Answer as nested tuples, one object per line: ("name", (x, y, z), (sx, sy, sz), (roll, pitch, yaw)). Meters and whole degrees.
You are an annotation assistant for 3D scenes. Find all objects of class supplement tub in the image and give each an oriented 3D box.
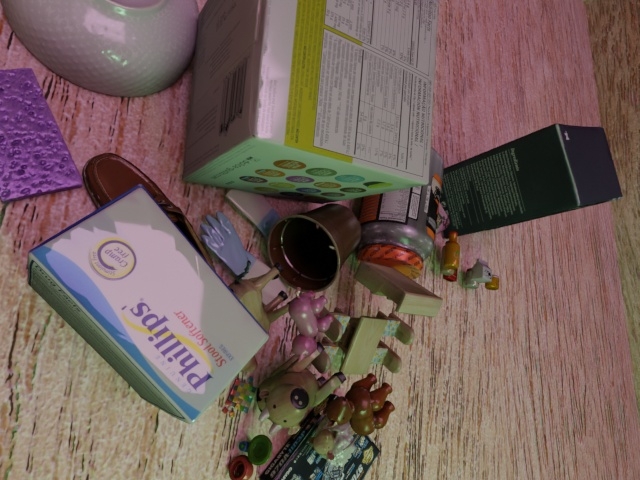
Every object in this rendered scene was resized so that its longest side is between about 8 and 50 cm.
("supplement tub", (0.193, -0.072, 1.028), (0.194, 0.194, 0.315), (26, 65, -28))

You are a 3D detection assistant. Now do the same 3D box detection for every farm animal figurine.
("farm animal figurine", (-0.057, 0.238, 0.716), (0.172, 0.326, 0.330), (-33, 65, -30))

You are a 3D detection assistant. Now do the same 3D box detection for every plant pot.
("plant pot", (0.000, 0.000, 0.882), (0.167, 0.167, 0.165), (62, 35, -7))

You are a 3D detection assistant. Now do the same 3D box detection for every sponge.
("sponge", (-0.488, -0.171, 0.667), (0.117, 0.031, 0.210), (-25, 94, -37))

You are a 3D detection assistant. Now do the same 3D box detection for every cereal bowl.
("cereal bowl", (-0.375, -0.449, 0.750), (0.339, 0.141, 0.338), (10, 72, -33))

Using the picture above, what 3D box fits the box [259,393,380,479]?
("box", (0.007, 0.460, 0.851), (0.220, 0.051, 0.175), (-44, 104, -35))

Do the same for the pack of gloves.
("pack of gloves", (-0.142, 0.006, 0.877), (0.232, 0.046, 0.195), (50, 44, -18))

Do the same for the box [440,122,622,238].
("box", (0.576, -0.159, 1.197), (0.294, 0.395, 0.211), (-9, 84, -36))

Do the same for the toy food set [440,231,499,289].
("toy food set", (0.427, 0.066, 1.211), (0.232, 0.111, 0.104), (22, 67, -27))

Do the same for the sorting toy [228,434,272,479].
("sorting toy", (-0.125, 0.403, 0.768), (0.102, 0.061, 0.042), (-41, 139, -1))

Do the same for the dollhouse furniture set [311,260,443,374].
("dollhouse furniture set", (0.122, 0.190, 0.876), (0.212, 0.161, 0.242), (13, 103, -33))

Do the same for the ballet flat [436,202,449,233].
("ballet flat", (0.298, -0.112, 1.191), (0.079, 0.077, 0.221), (-41, 107, -31))

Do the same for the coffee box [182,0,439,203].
("coffee box", (-0.026, -0.269, 0.757), (0.335, 0.338, 0.338), (7, 85, -33))

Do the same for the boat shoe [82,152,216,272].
("boat shoe", (-0.286, -0.034, 0.731), (0.307, 0.104, 0.110), (52, 55, -13))

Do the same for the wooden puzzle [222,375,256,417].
("wooden puzzle", (-0.154, 0.303, 0.803), (0.049, 0.006, 0.083), (34, 61, -24))

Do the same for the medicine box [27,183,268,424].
("medicine box", (-0.261, 0.098, 0.600), (0.263, 0.289, 0.149), (53, 55, -13))
